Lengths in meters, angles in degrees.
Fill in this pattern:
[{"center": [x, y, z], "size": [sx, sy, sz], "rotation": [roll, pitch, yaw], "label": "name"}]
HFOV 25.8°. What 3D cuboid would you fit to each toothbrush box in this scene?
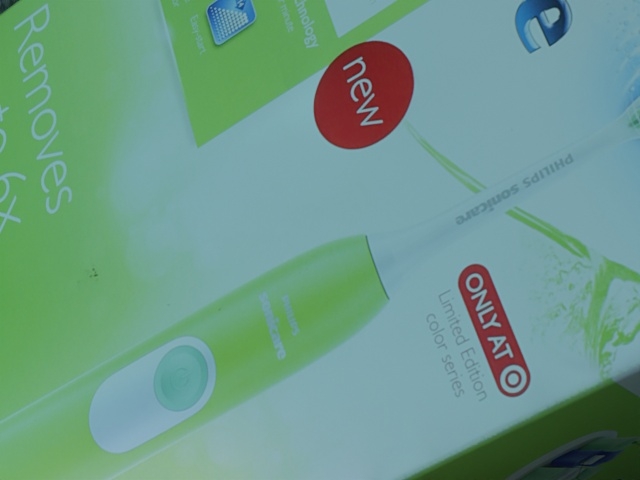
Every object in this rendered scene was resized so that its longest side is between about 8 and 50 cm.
[{"center": [0.000, 0.000, 0.424], "size": [0.283, 0.122, 0.206], "rotation": [-29, 59, 21], "label": "toothbrush box"}]
